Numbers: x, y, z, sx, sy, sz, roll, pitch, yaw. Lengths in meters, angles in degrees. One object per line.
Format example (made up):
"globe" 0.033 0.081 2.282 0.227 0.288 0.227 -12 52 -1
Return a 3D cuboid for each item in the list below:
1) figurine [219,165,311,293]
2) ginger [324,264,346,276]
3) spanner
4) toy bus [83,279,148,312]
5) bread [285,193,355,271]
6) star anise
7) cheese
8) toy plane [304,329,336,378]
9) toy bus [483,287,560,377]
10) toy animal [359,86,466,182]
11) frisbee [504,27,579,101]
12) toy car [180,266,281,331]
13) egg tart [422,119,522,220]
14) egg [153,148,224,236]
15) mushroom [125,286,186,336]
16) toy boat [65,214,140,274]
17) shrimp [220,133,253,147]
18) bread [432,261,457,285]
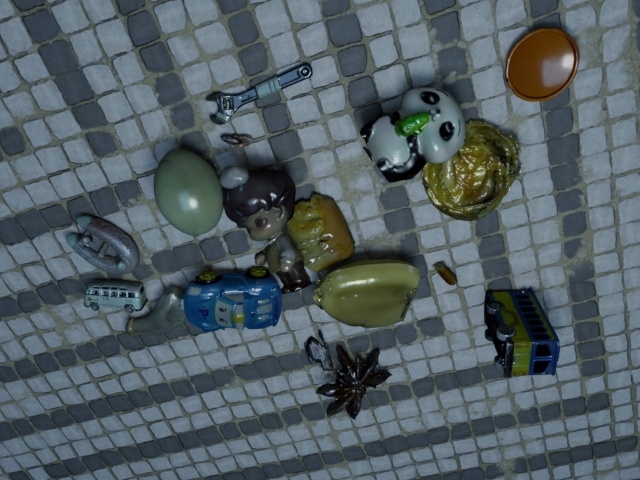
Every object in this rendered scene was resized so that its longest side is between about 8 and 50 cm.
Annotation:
"figurine" -0.157 -0.026 1.639 0.206 0.218 0.365 -9 85 -12
"ginger" 0.100 0.107 1.843 0.173 0.051 0.070 1 122 3
"spanner" -0.169 -0.408 1.586 0.315 0.024 0.087 -21 110 13
"toy bus" -0.661 0.175 1.880 0.193 0.087 0.089 4 112 0
"bread" -0.003 -0.001 1.739 0.174 0.133 0.252 -21 117 15
"star anise" 0.110 0.486 1.994 0.212 0.129 0.283 37 80 -28
"cheese" 0.130 0.163 1.790 0.315 0.128 0.260 -2 126 -13
"toy plane" -0.003 0.398 2.003 0.078 0.053 0.197 -20 112 2
"toy bus" 0.604 0.275 1.786 0.175 0.288 0.138 -4 118 4
"toy animal" 0.248 -0.281 1.539 0.266 0.213 0.212 -31 113 20
"frisbee" 0.577 -0.460 1.531 0.192 0.035 0.192 1 119 1
"toy car" -0.272 0.202 1.815 0.314 0.166 0.198 -3 117 -15
"egg tart" 0.429 -0.185 1.640 0.297 0.132 0.297 1 113 3
"egg" -0.370 -0.134 1.644 0.186 0.186 0.253 -13 104 8
"mushroom" -0.524 0.253 1.910 0.270 0.103 0.118 -36 110 24
"toy boat" -0.666 0.026 1.797 0.227 0.085 0.155 35 113 -16
"shrimp" -0.236 -0.280 1.649 0.092 0.038 0.029 -1 161 2
"bread" 0.394 0.103 1.838 0.036 0.047 0.083 -48 112 -9
